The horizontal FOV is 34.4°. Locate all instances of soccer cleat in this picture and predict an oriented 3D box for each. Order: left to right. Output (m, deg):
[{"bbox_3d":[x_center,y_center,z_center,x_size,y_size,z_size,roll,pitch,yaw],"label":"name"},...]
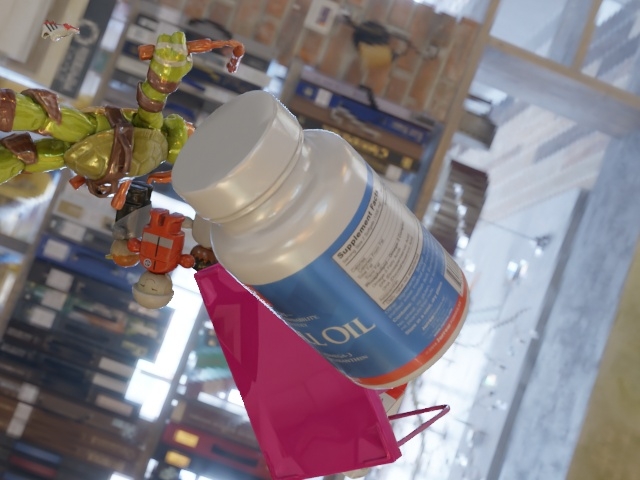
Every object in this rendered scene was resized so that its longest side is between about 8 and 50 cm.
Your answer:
[{"bbox_3d":[-0.470,-0.376,1.871,0.029,0.083,0.035,22,82,-64],"label":"soccer cleat"}]

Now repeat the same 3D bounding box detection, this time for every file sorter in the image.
[{"bbox_3d":[0.013,0.129,1.324,0.202,0.291,0.182,-21,180,39],"label":"file sorter"}]

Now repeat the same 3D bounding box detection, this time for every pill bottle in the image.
[{"bbox_3d":[0.000,0.000,0.737,0.124,0.221,0.124,-30,-145,24],"label":"pill bottle"}]

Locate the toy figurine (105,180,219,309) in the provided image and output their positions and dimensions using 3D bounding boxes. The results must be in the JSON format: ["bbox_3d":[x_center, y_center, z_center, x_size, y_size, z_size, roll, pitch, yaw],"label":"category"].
[{"bbox_3d":[-0.198,0.012,1.527,0.209,0.213,0.148,34,-64,53],"label":"toy figurine"}]

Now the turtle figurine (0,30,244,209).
[{"bbox_3d":[-0.187,-0.075,0.833,0.269,0.217,0.087,-38,-120,51],"label":"turtle figurine"}]

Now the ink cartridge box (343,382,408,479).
[{"bbox_3d":[0.035,0.218,1.567,0.056,0.181,0.225,6,110,-57],"label":"ink cartridge box"}]
